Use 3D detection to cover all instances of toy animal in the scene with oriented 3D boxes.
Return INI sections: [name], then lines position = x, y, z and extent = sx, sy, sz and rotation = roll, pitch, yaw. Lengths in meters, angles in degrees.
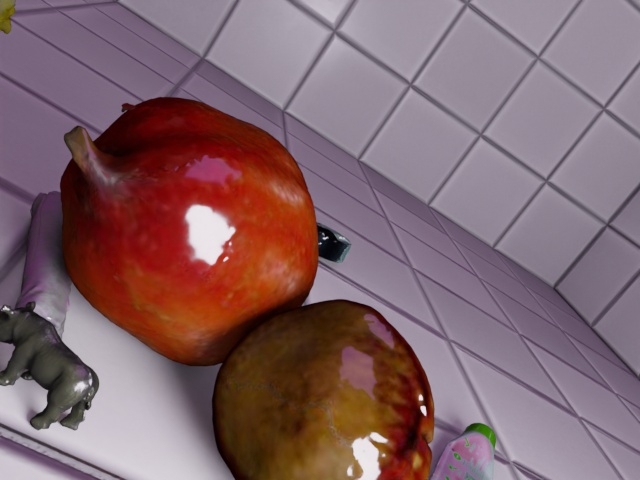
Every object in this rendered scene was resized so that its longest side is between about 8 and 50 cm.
[toy animal]
position = -0.246, 0.099, 0.561
extent = 0.135, 0.065, 0.047
rotation = 40, 15, 19

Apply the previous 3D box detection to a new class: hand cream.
[hand cream]
position = 0.195, 0.324, 0.881
extent = 0.079, 0.050, 0.275
rotation = 14, 14, 21

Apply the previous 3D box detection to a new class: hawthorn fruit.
[hawthorn fruit]
position = -0.137, -0.010, 0.716
extent = 0.295, 0.295, 0.311
rotation = 35, -3, 0

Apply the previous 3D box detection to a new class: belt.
[belt]
position = 0.000, 0.000, 1.395
extent = 0.140, 0.058, 0.105
rotation = 25, 12, -22

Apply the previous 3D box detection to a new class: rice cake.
[rice cake]
position = -0.299, 0.018, 0.718
extent = 0.055, 0.049, 0.270
rotation = 12, 25, -24

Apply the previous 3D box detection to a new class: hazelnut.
[hazelnut]
position = 0.009, 0.183, 0.636
extent = 0.229, 0.229, 0.229
rotation = 33, 15, -10

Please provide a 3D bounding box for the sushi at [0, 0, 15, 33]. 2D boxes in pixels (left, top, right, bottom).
[sushi]
position = -0.573, -0.359, 0.743
extent = 0.397, 0.240, 0.351
rotation = 59, 10, -3
